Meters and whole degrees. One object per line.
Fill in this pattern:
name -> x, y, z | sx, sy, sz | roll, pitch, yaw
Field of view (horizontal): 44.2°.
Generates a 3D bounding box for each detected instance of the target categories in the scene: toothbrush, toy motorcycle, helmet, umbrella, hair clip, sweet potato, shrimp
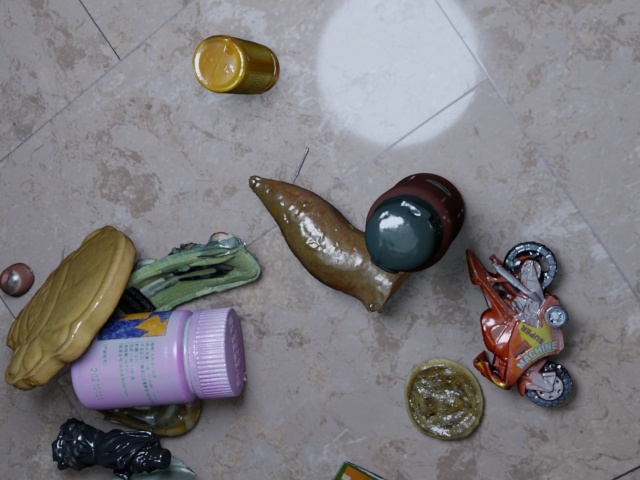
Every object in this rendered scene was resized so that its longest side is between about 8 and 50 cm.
toothbrush -> -0.041, -0.127, 1.462 | 0.008, 0.006, 0.097 | 22, 104, -3
toy motorcycle -> 0.342, 0.151, 1.366 | 0.171, 0.089, 0.298 | -8, 97, 16
helmet -> -0.636, 0.087, 1.625 | 0.084, 0.049, 0.065 | -41, 89, 16
umbrella -> -0.417, 0.421, 1.571 | 0.272, 0.122, 0.110 | 1, 55, 28
hair clip -> -0.269, 0.061, 1.508 | 0.321, 0.138, 0.091 | -20, 49, 17
sweet potato -> 0.001, -0.001, 1.413 | 0.337, 0.131, 0.131 | 34, 105, 7
shrimp -> -0.363, 0.313, 1.589 | 0.254, 0.059, 0.145 | 13, 99, 12

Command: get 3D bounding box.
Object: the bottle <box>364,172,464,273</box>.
bottle -> 0.146, -0.029, 1.259 | 0.144, 0.336, 0.143 | 2, 98, 14

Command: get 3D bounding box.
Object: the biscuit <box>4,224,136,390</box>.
biscuit -> -0.481, 0.126, 1.476 | 0.351, 0.312, 0.057 | -38, 121, 19

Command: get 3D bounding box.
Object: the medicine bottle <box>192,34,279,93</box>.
medicine bottle -> -0.142, -0.301, 1.363 | 0.096, 0.192, 0.096 | 3, 101, 14

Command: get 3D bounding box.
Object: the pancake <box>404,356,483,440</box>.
pancake -> 0.225, 0.294, 1.452 | 0.158, 0.028, 0.158 | 2, 98, 16

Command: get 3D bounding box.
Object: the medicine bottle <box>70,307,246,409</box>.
medicine bottle -> -0.299, 0.220, 1.479 | 0.291, 0.178, 0.178 | -6, 97, 6

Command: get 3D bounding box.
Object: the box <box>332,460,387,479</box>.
box -> 0.070, 0.555, 1.471 | 0.178, 0.148, 0.194 | 25, 104, 12

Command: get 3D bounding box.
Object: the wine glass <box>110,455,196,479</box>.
wine glass -> -0.302, 0.623, 1.536 | 0.238, 0.238, 0.322 | -5, 100, 15
